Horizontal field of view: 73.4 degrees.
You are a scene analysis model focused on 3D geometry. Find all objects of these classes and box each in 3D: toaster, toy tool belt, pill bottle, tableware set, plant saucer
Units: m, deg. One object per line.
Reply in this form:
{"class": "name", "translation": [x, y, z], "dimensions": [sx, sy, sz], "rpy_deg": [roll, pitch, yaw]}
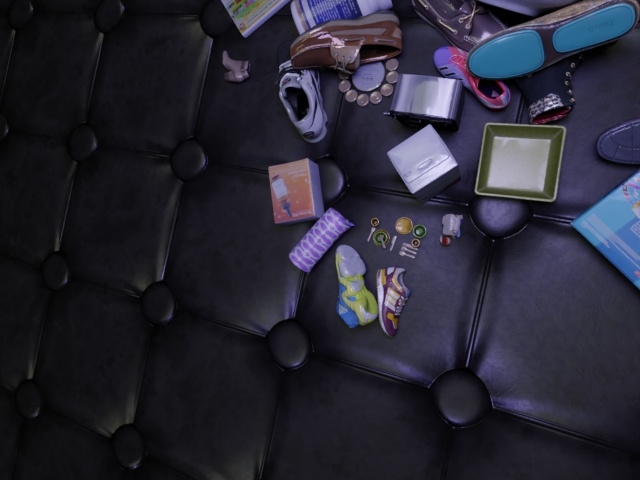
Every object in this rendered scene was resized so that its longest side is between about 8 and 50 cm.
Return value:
{"class": "toaster", "translation": [0.274, -0.351, 1.109], "dimensions": [0.168, 0.185, 0.110], "rpy_deg": [14, 101, 21]}
{"class": "toy tool belt", "translation": [0.350, -0.028, 1.130], "dimensions": [0.051, 0.052, 0.083], "rpy_deg": [5, 93, -24]}
{"class": "pill bottle", "translation": [0.061, -0.665, 1.225], "dimensions": [0.264, 0.153, 0.153], "rpy_deg": [-19, 80, 18]}
{"class": "tableware set", "translation": [0.210, -0.020, 1.194], "dimensions": [0.154, 0.024, 0.104], "rpy_deg": [22, 93, 20]}
{"class": "plant saucer", "translation": [0.502, -0.196, 1.090], "dimensions": [0.188, 0.045, 0.188], "rpy_deg": [9, 89, 21]}

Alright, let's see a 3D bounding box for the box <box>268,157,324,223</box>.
{"class": "box", "translation": [-0.069, -0.139, 1.267], "dimensions": [0.130, 0.091, 0.171], "rpy_deg": [-10, 82, 19]}

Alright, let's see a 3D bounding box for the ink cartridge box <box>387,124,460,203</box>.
{"class": "ink cartridge box", "translation": [0.270, -0.189, 1.103], "dimensions": [0.128, 0.176, 0.127], "rpy_deg": [-33, 76, 14]}

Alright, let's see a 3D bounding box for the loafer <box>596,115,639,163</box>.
{"class": "loafer", "translation": [0.796, -0.249, 0.978], "dimensions": [0.302, 0.095, 0.109], "rpy_deg": [-9, 113, 23]}

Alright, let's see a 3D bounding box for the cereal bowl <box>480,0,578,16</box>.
{"class": "cereal bowl", "translation": [0.464, -0.621, 1.008], "dimensions": [0.339, 0.339, 0.141], "rpy_deg": [29, 126, 19]}

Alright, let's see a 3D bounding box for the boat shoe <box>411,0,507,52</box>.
{"class": "boat shoe", "translation": [0.372, -0.595, 1.138], "dimensions": [0.324, 0.096, 0.116], "rpy_deg": [46, 101, 17]}

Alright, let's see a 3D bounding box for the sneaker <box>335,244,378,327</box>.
{"class": "sneaker", "translation": [0.072, 0.134, 1.197], "dimensions": [0.126, 0.091, 0.240], "rpy_deg": [-47, 46, 39]}

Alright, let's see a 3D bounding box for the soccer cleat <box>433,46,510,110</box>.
{"class": "soccer cleat", "translation": [0.393, -0.433, 1.118], "dimensions": [0.083, 0.095, 0.248], "rpy_deg": [-46, 74, 15]}

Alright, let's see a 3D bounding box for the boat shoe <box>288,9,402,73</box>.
{"class": "boat shoe", "translation": [0.076, -0.531, 1.186], "dimensions": [0.323, 0.122, 0.120], "rpy_deg": [-16, 80, 0]}

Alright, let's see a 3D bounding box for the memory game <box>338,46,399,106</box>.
{"class": "memory game", "translation": [0.139, -0.483, 1.259], "dimensions": [0.186, 0.012, 0.186], "rpy_deg": [-2, 85, 20]}

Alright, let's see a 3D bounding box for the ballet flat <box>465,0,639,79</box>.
{"class": "ballet flat", "translation": [0.520, -0.467, 0.994], "dimensions": [0.348, 0.123, 0.123], "rpy_deg": [-9, 83, 31]}

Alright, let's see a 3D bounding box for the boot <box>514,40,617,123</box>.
{"class": "boot", "translation": [0.598, -0.393, 1.032], "dimensions": [0.236, 0.085, 0.179], "rpy_deg": [-15, 68, 25]}

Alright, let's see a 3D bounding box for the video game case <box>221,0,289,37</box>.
{"class": "video game case", "translation": [-0.209, -0.811, 1.402], "dimensions": [0.227, 0.026, 0.206], "rpy_deg": [-33, 76, 14]}

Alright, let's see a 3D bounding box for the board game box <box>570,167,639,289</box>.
{"class": "board game box", "translation": [0.775, -0.060, 0.919], "dimensions": [0.254, 0.079, 0.336], "rpy_deg": [51, 119, 15]}

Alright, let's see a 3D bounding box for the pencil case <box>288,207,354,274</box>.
{"class": "pencil case", "translation": [0.000, 0.000, 1.240], "dimensions": [0.206, 0.088, 0.086], "rpy_deg": [-46, 41, 12]}

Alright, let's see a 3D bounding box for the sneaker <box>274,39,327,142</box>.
{"class": "sneaker", "translation": [-0.067, -0.464, 1.264], "dimensions": [0.122, 0.146, 0.331], "rpy_deg": [-22, 78, 19]}

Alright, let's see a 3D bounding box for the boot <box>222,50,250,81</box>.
{"class": "boot", "translation": [-0.273, -0.572, 1.403], "dimensions": [0.086, 0.042, 0.119], "rpy_deg": [-8, 85, 13]}

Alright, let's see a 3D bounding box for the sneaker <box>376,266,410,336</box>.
{"class": "sneaker", "translation": [0.202, 0.164, 1.159], "dimensions": [0.083, 0.069, 0.186], "rpy_deg": [-9, 84, 24]}
